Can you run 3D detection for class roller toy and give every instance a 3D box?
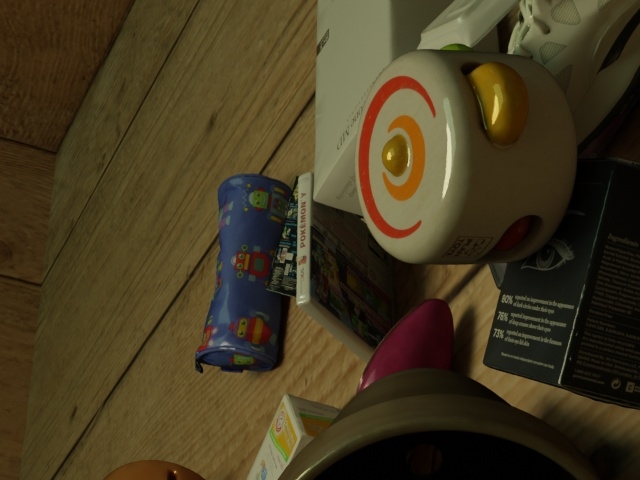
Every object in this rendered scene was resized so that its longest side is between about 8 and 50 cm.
[{"bbox_3d":[0.122,-0.073,1.316,0.209,0.146,0.191,29,115,59],"label":"roller toy"}]

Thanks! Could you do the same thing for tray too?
[{"bbox_3d":[0.204,-0.285,1.579,0.270,0.030,0.145,-45,14,-19],"label":"tray"}]

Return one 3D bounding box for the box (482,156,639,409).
[{"bbox_3d":[0.247,0.035,1.331,0.153,0.108,0.207,-169,95,-70],"label":"box"}]

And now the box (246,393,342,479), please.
[{"bbox_3d":[-0.023,0.308,1.815,0.103,0.114,0.203,-116,46,-62],"label":"box"}]

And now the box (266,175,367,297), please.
[{"bbox_3d":[0.000,0.000,2.064,0.220,0.051,0.175,-173,98,-69],"label":"box"}]

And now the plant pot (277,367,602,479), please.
[{"bbox_3d":[0.100,0.255,1.337,0.280,0.323,0.323,-89,20,-74],"label":"plant pot"}]

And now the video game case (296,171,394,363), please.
[{"bbox_3d":[0.032,0.043,1.773,0.023,0.201,0.183,-19,51,25],"label":"video game case"}]

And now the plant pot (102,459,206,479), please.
[{"bbox_3d":[-0.247,0.453,2.105,0.291,0.290,0.203,-61,7,32],"label":"plant pot"}]

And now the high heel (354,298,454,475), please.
[{"bbox_3d":[0.115,0.253,1.580,0.181,0.127,0.377,13,82,41],"label":"high heel"}]

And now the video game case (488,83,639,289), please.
[{"bbox_3d":[0.239,-0.107,1.571,0.274,0.026,0.196,-60,25,31],"label":"video game case"}]

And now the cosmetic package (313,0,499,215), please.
[{"bbox_3d":[0.101,-0.227,1.792,0.385,0.156,0.217,-88,23,-43],"label":"cosmetic package"}]

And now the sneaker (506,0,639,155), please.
[{"bbox_3d":[0.206,-0.254,1.377,0.447,0.257,0.169,-50,30,36],"label":"sneaker"}]

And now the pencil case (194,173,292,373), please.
[{"bbox_3d":[-0.112,0.056,2.218,0.133,0.119,0.306,124,154,-64],"label":"pencil case"}]
